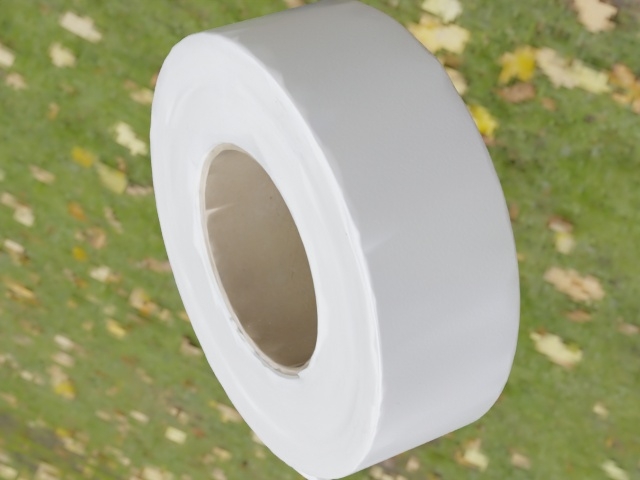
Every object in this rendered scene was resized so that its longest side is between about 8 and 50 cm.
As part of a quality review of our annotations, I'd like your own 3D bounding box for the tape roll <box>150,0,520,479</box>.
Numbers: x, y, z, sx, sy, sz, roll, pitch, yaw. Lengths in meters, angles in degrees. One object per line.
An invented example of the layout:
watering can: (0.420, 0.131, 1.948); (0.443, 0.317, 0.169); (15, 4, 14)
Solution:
tape roll: (0.000, 0.000, 0.906); (0.286, 0.100, 0.286); (41, 140, 45)
